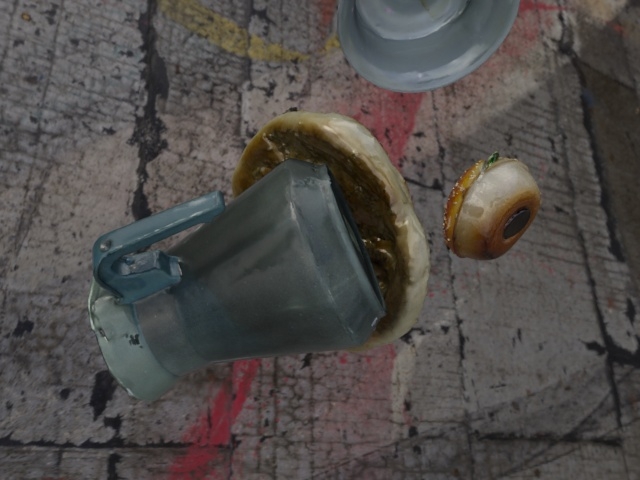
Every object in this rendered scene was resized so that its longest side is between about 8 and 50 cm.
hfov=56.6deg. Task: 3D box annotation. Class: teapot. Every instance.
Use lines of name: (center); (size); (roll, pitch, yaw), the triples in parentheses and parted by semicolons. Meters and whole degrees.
teapot: (-0.075, 0.033, 0.511); (0.203, 0.225, 0.171); (59, 11, -54)

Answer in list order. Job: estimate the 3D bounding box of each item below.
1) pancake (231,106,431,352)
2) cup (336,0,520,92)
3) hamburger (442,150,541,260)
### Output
pancake: (0.001, -0.001, 0.642); (0.049, 0.282, 0.282); (-30, 88, -43)
cup: (0.193, -0.476, 1.156); (0.347, 0.347, 0.163); (17, 43, -28)
hamburger: (0.338, -0.061, 1.201); (0.237, 0.236, 0.147); (-16, 43, -38)
